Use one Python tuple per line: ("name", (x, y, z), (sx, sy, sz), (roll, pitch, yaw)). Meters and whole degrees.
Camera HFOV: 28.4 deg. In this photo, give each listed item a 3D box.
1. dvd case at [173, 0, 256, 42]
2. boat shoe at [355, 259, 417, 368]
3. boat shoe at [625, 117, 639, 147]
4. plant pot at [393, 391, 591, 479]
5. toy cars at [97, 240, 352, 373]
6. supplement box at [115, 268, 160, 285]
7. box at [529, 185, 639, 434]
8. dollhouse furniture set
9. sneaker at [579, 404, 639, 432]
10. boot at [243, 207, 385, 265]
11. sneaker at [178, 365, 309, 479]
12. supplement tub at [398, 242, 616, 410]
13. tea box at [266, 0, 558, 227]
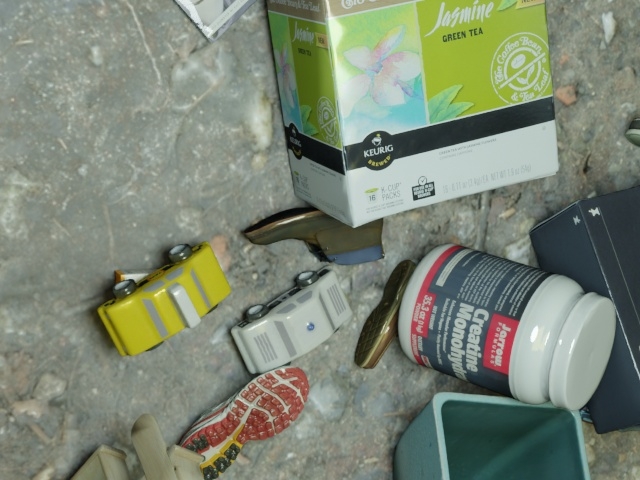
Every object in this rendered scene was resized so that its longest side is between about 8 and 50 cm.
("dvd case", (-0.165, -0.409, 1.747), (0.164, 0.018, 0.221), (-46, 111, -10))
("boat shoe", (0.113, 0.119, 1.911), (0.060, 0.064, 0.178), (31, 84, -21))
("boat shoe", (0.587, -0.167, 2.052), (0.227, 0.081, 0.069), (15, 89, -30))
("plant pot", (0.233, 0.390, 1.883), (0.247, 0.252, 0.248), (7, 62, -22))
("toy cars", (-0.113, 0.102, 1.777), (0.393, 0.087, 0.176), (12, 93, -32))
("supplement box", (-0.237, 0.073, 1.779), (0.098, 0.036, 0.062), (-1, 99, -22))
("box", (0.539, 0.086, 1.954), (0.312, 0.179, 0.343), (-12, 78, -20))
("dollhouse furniture set", (-0.181, 0.423, 1.808), (0.355, 0.174, 0.303), (29, 109, -40))
("sneaker", (0.456, 0.250, 2.033), (0.262, 0.125, 0.104), (10, 94, -23))
("boot", (0.000, 0.000, 1.839), (0.219, 0.082, 0.106), (-16, 101, -21))
("sneaker", (-0.118, 0.251, 1.820), (0.225, 0.093, 0.088), (-34, 107, -5))
("supplement tub", (0.268, 0.125, 1.839), (0.191, 0.272, 0.191), (-32, 130, -47))
("tea box", (0.128, -0.228, 1.769), (0.329, 0.220, 0.323), (-16, 109, -19))
